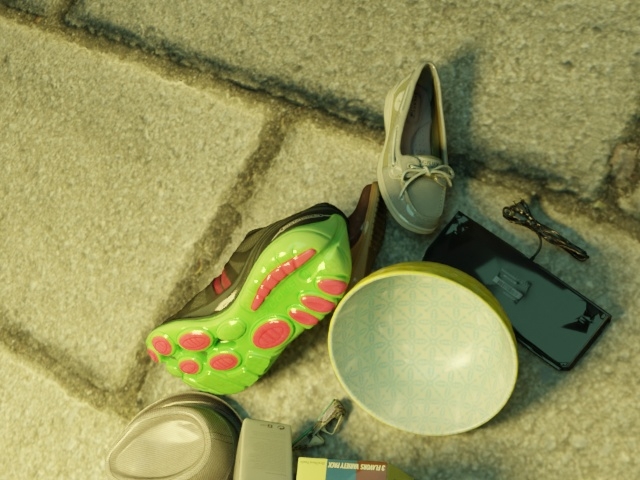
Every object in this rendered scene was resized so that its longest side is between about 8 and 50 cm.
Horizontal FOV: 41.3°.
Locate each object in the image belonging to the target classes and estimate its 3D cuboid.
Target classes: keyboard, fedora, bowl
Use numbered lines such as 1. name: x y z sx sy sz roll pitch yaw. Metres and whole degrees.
1. keyboard: 0.336 0.052 1.405 0.317 0.033 0.201 39 87 28
2. fedora: -0.261 0.366 1.426 0.275 0.124 0.244 -14 63 13
3. bowl: 0.171 0.143 1.333 0.289 0.290 0.156 -1 25 19

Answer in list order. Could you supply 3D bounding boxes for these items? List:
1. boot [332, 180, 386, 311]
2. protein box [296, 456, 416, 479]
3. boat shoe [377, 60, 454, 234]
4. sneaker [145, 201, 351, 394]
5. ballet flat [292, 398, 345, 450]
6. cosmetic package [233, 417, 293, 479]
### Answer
1. boot: 0.000 0.000 1.512 0.206 0.090 0.249 9 74 21
2. protein box: 0.051 0.436 1.240 0.135 0.200 0.201 -2 67 18
3. boat shoe: 0.173 -0.165 1.496 0.118 0.103 0.321 13 61 -17
4. sneaker: -0.110 0.104 1.426 0.482 0.185 0.202 -34 19 33
5. ballet flat: 0.000 0.315 1.406 0.114 0.041 0.041 -46 61 -3
6. cosmetic package: -0.090 0.378 1.272 0.085 0.231 0.117 9 107 -5
